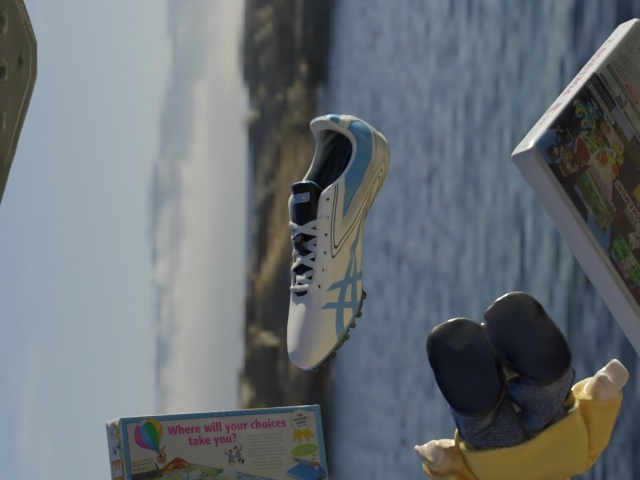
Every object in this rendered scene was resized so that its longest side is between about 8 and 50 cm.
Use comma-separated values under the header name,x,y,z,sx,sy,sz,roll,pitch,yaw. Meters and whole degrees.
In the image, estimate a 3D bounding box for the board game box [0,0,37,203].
name,x,y,z,sx,sy,sz,roll,pitch,yaw
board game box,-0.226,-0.042,0.800,0.390,0.050,0.390,81,-163,-58

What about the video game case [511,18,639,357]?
name,x,y,z,sx,sy,sz,roll,pitch,yaw
video game case,0.231,-0.029,1.339,0.201,0.023,0.183,56,-133,-15

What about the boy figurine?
name,x,y,z,sx,sy,sz,roll,pitch,yaw
boy figurine,0.163,0.147,1.506,0.092,0.177,0.285,63,179,30

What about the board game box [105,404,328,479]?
name,x,y,z,sx,sy,sz,roll,pitch,yaw
board game box,-0.066,0.168,1.292,0.026,0.154,0.103,-24,70,58

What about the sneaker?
name,x,y,z,sx,sy,sz,roll,pitch,yaw
sneaker,0.000,0.000,1.702,0.085,0.086,0.237,-10,64,54
